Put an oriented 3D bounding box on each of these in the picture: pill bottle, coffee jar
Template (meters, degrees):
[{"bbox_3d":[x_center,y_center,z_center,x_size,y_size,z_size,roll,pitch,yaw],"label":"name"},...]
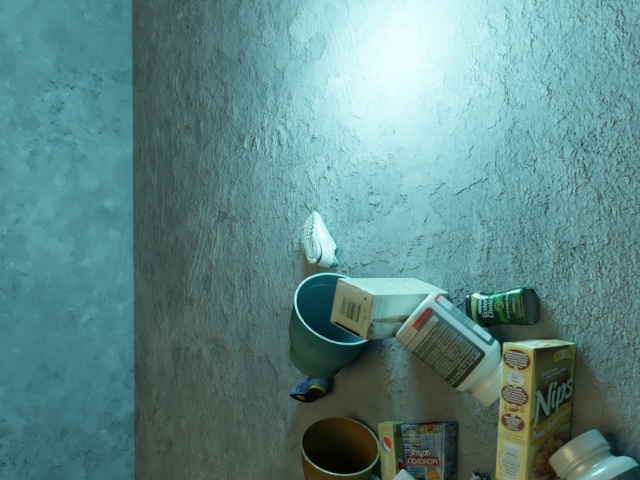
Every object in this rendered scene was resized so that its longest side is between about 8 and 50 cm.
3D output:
[{"bbox_3d":[0.345,0.274,1.695,0.283,0.161,0.161,40,121,12],"label":"pill bottle"},{"bbox_3d":[0.452,0.170,1.706,0.184,0.079,0.096,-13,78,49],"label":"coffee jar"},{"bbox_3d":[0.627,0.565,1.402,0.176,0.176,0.318,-56,49,31],"label":"pill bottle"}]

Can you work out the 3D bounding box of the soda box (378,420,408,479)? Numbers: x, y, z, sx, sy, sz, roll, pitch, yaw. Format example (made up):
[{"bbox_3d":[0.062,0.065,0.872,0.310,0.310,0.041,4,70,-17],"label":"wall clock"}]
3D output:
[{"bbox_3d":[0.214,0.624,1.975,0.061,0.058,0.181,-12,78,49],"label":"soda box"}]

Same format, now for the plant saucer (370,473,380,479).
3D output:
[{"bbox_3d":[0.165,0.774,2.009,0.067,0.018,0.192,46,142,41],"label":"plant saucer"}]

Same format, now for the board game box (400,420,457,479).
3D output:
[{"bbox_3d":[0.303,0.606,1.870,0.194,0.060,0.194,-21,71,47],"label":"board game box"}]

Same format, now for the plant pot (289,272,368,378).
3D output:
[{"bbox_3d":[0.022,0.286,2.087,0.271,0.272,0.255,58,144,34],"label":"plant pot"}]

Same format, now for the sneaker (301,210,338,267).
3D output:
[{"bbox_3d":[0.000,0.000,2.253,0.090,0.095,0.235,-55,30,38],"label":"sneaker"}]

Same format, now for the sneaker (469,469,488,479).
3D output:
[{"bbox_3d":[0.425,0.630,1.741,0.098,0.038,0.069,24,107,47],"label":"sneaker"}]

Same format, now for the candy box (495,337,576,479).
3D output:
[{"bbox_3d":[0.498,0.392,1.558,0.088,0.183,0.316,5,92,49],"label":"candy box"}]

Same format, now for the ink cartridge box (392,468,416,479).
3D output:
[{"bbox_3d":[0.261,0.786,1.782,0.207,0.117,0.283,-44,45,-14],"label":"ink cartridge box"}]

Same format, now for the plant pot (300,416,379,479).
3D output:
[{"bbox_3d":[0.048,0.715,2.066,0.237,0.237,0.254,38,132,44],"label":"plant pot"}]

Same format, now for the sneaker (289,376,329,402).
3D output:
[{"bbox_3d":[-0.032,0.492,2.281,0.209,0.069,0.082,-37,27,52],"label":"sneaker"}]

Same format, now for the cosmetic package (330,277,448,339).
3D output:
[{"bbox_3d":[0.191,0.183,1.847,0.153,0.296,0.129,21,105,50],"label":"cosmetic package"}]
